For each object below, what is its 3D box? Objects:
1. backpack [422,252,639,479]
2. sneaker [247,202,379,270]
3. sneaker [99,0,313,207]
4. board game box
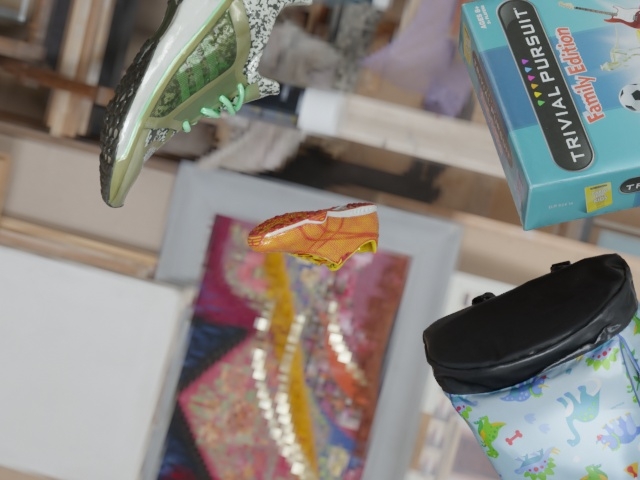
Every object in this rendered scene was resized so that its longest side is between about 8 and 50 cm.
[{"bbox_3d":[0.332,0.242,1.888,0.273,0.290,0.355,-90,154,-54],"label":"backpack"},{"bbox_3d":[0.000,0.000,1.497,0.175,0.064,0.067,-7,95,-42],"label":"sneaker"},{"bbox_3d":[-0.142,-0.203,1.873,0.410,0.182,0.158,-59,-162,7],"label":"sneaker"},{"bbox_3d":[0.339,-0.163,1.526,0.079,0.336,0.253,86,-9,-55],"label":"board game box"}]
